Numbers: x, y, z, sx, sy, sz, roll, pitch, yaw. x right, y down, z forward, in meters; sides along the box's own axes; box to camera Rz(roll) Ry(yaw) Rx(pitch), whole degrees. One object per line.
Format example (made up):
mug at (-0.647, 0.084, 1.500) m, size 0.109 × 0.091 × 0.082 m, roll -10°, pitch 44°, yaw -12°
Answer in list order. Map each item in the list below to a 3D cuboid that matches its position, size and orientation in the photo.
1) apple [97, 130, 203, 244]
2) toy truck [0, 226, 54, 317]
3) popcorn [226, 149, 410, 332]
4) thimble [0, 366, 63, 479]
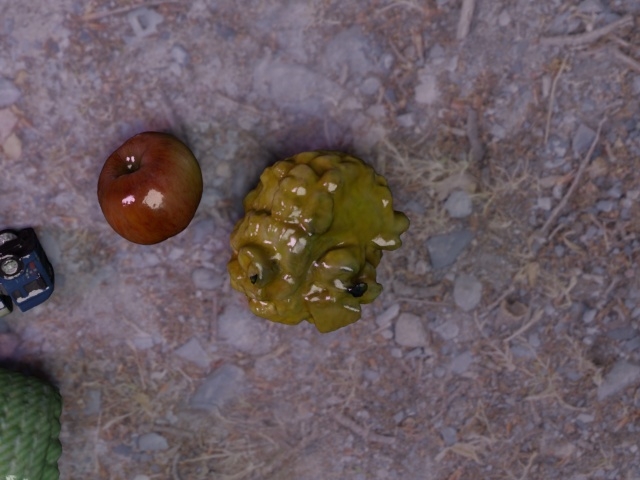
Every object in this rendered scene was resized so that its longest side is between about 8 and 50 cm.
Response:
apple at (-0.189, -0.058, 1.788) m, size 0.126 × 0.126 × 0.102 m, roll -40°, pitch 130°, yaw 6°
toy truck at (-0.404, 0.065, 1.822) m, size 0.202 × 0.074 × 0.088 m, roll -26°, pitch 120°, yaw 0°
popcorn at (-0.002, 0.001, 1.824) m, size 0.189 × 0.169 × 0.218 m, roll 28°, pitch 111°, yaw -19°
thimble at (-0.386, 0.249, 1.833) m, size 0.150 × 0.219 × 0.219 m, roll 18°, pitch 108°, yaw -20°
